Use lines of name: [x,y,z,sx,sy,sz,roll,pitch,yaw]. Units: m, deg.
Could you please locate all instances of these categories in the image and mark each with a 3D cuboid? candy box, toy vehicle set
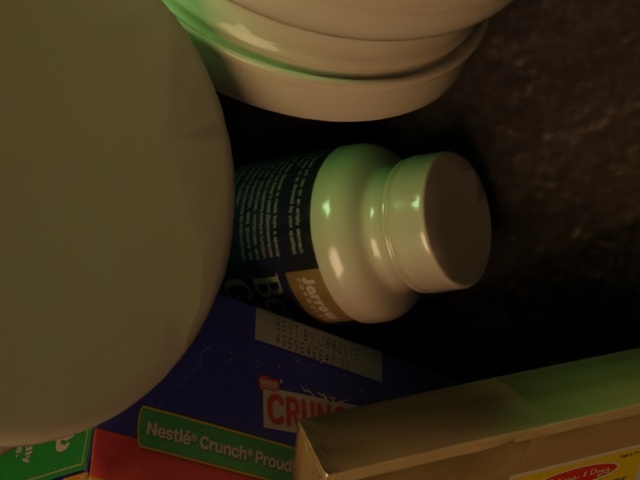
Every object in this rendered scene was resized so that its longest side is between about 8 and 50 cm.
candy box: [-0.103,0.138,0.867,0.268,0.122,0.317,23,147,-36]
toy vehicle set: [0.114,0.132,0.761,0.035,0.267,0.166,-120,27,-46]

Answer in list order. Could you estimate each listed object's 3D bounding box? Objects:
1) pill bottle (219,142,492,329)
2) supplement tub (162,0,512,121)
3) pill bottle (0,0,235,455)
pill bottle: [0.000,0.000,0.809,0.169,0.094,0.094,-9,118,35]
supplement tub: [0.024,-0.199,0.577,0.191,0.191,0.272,29,133,8]
pill bottle: [-0.224,-0.002,0.678,0.392,0.224,0.224,-10,119,51]
